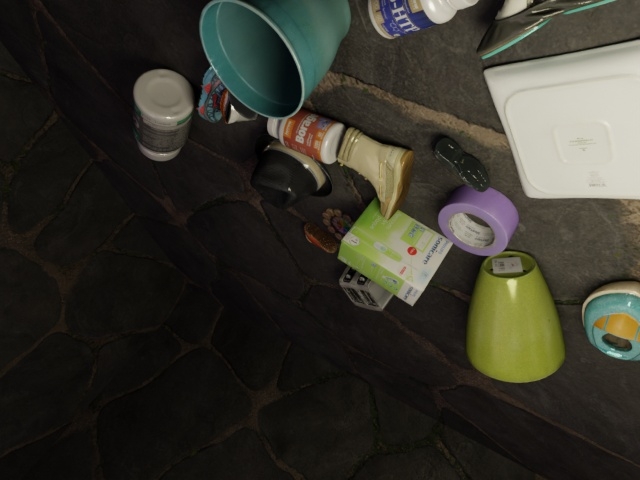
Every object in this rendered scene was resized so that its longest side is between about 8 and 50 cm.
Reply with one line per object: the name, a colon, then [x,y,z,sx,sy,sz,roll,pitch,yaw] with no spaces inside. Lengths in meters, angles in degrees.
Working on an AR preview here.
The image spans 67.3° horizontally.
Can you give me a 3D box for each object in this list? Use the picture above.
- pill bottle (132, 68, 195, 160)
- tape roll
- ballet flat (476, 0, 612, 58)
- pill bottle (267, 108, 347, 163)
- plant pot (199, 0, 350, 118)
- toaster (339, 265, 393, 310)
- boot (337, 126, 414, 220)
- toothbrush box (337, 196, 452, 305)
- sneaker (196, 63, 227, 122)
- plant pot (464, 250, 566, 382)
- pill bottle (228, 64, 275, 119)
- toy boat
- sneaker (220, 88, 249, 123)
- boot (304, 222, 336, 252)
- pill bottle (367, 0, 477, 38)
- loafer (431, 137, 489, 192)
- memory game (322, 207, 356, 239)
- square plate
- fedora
pill bottle: [-0.583,-0.444,1.771,0.204,0.204,0.361,41,153,-5]
tape roll: [0.413,-0.052,1.263,0.189,0.080,0.189,30,153,17]
ballet flat: [0.370,-0.394,0.773,0.280,0.095,0.096,-12,115,45]
pill bottle: [-0.042,-0.310,1.384,0.216,0.121,0.121,26,151,23]
plant pot: [-0.074,-0.452,1.046,0.272,0.255,0.271,31,154,17]
toaster: [0.186,0.184,1.897,0.168,0.110,0.185,7,140,49]
boot: [0.148,-0.187,1.367,0.203,0.095,0.262,28,150,19]
toothbrush box: [0.227,0.030,1.490,0.283,0.206,0.122,34,153,12]
sneaker: [-0.318,-0.448,1.541,0.125,0.104,0.262,36,154,0]
plant pot: [0.528,0.188,1.334,0.275,0.275,0.293,13,129,42]
pill bottle: [-0.130,-0.410,1.225,0.123,0.219,0.123,30,153,17]
toy boat: [0.791,0.226,1.143,0.318,0.148,0.267,16,146,39]
sneaker: [-0.208,-0.460,1.409,0.099,0.121,0.262,60,141,26]
boot: [0.000,0.000,1.909,0.158,0.059,0.084,42,158,13]
pill bottle: [0.189,-0.448,0.880,0.187,0.112,0.112,5,139,48]
loafer: [0.344,-0.183,1.180,0.170,0.062,0.061,45,176,-5]
memory game: [0.082,-0.049,1.768,0.186,0.012,0.186,30,153,17]
square plate: [0.517,-0.200,0.929,0.347,0.049,0.344,7,140,47]
fedora: [-0.122,-0.200,1.589,0.334,0.152,0.334,32,163,11]
